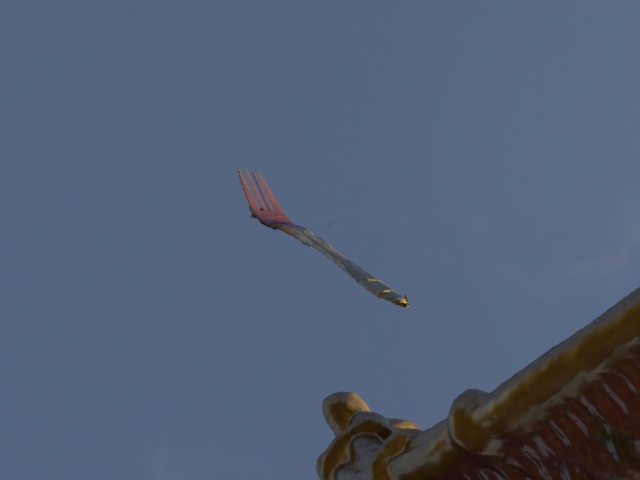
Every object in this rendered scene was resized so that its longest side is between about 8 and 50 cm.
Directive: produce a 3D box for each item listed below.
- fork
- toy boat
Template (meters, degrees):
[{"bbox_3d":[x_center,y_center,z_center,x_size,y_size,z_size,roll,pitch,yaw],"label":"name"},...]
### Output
[{"bbox_3d":[-0.001,0.001,0.715,0.016,0.115,0.012,-6,-62,-33],"label":"fork"},{"bbox_3d":[0.106,0.043,0.589,0.141,0.318,0.099,4,-115,-40],"label":"toy boat"}]
